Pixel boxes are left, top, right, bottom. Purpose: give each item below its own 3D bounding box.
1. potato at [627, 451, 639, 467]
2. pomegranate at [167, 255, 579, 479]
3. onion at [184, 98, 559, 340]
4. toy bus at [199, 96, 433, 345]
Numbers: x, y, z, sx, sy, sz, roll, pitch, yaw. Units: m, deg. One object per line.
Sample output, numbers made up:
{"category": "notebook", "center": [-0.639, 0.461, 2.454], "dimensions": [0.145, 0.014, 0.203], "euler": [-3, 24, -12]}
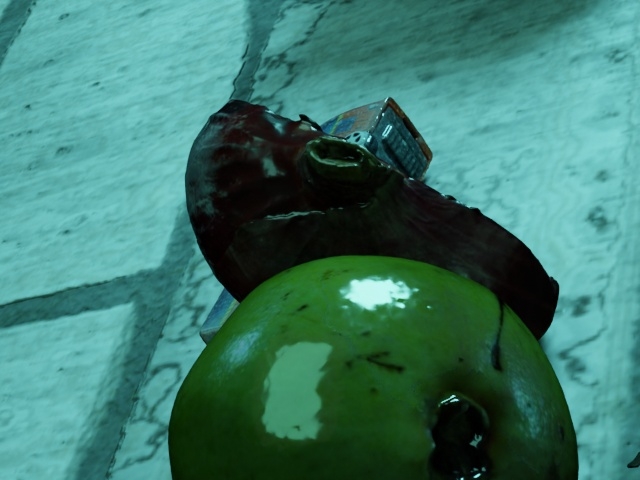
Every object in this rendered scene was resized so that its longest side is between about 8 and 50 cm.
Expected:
{"category": "potato", "center": [0.209, 0.102, 0.620], "dimensions": [0.164, 0.081, 0.200], "euler": [-2, 47, 27]}
{"category": "pomegranate", "center": [0.004, 0.096, 0.707], "dimensions": [0.210, 0.179, 0.179], "euler": [-9, 40, 35]}
{"category": "onion", "center": [0.013, 0.010, 0.806], "dimensions": [0.206, 0.151, 0.098], "euler": [29, 84, 17]}
{"category": "toy bus", "center": [0.000, 0.000, 0.936], "dimensions": [0.077, 0.065, 0.192], "euler": [-11, 39, 41]}
